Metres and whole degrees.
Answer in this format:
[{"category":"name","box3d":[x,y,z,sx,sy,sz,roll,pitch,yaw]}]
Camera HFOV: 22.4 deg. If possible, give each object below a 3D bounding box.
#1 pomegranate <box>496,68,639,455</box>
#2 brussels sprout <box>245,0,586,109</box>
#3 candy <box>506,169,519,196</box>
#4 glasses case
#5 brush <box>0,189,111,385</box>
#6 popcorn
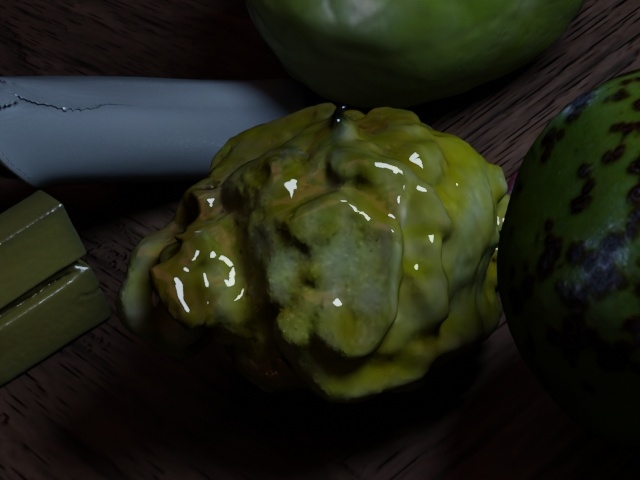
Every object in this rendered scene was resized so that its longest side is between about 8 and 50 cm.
[{"category":"pomegranate","box3d":[0.224,0.003,0.875,0.254,0.270,0.254,6,52,-8]},{"category":"brussels sprout","box3d":[0.065,-0.233,1.270,0.317,0.242,0.273,3,32,23]},{"category":"candy","box3d":[0.176,-0.025,1.116,0.103,0.043,0.103,-12,36,9]},{"category":"glasses case","box3d":[-0.161,-0.085,1.243,0.308,0.083,0.128,-4,6,-40]},{"category":"brush","box3d":[-0.265,0.068,1.129,0.233,0.103,0.047,-34,35,-20]},{"category":"popcorn","box3d":[0.000,0.000,1.027,0.266,0.192,0.233,-15,25,-28]}]
